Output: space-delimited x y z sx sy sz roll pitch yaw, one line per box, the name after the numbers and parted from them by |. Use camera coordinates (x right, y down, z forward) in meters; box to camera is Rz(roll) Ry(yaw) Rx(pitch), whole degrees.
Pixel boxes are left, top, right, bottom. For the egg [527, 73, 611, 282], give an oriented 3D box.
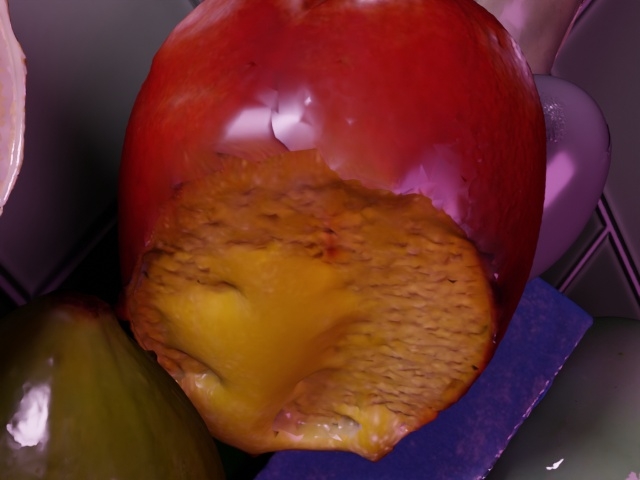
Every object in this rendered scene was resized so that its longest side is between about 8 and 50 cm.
0.127 -0.039 1.098 0.198 0.146 0.146 -38 143 21 | egg

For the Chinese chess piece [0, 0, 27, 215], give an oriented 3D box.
-0.266 -0.066 0.696 0.257 0.104 0.257 -2 92 -42 | Chinese chess piece

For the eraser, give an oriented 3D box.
0.070 0.142 1.149 0.312 0.144 0.043 -51 169 -15 | eraser

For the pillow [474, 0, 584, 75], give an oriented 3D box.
0.164 -0.188 1.152 0.119 0.053 0.208 30 84 -48 | pillow

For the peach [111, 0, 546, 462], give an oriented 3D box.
0.000 0.000 0.927 0.281 0.281 0.338 -4 111 -44 | peach

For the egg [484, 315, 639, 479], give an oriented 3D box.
0.225 0.184 1.260 0.269 0.220 0.220 -42 133 -22 | egg

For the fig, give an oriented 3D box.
-0.142 0.136 0.880 0.203 0.203 0.225 -6 118 -43 | fig
